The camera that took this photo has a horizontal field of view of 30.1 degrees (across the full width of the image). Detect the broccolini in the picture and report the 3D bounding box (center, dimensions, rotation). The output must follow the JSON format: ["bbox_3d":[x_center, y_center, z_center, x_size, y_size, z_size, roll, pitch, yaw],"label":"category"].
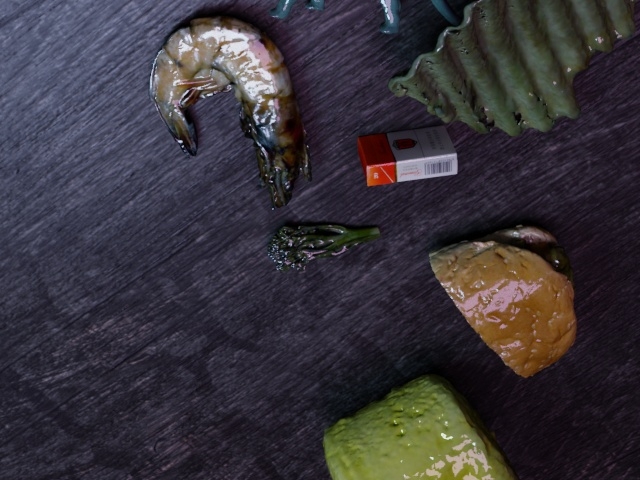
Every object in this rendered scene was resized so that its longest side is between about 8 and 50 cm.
[{"bbox_3d":[0.006,0.004,2.079,0.202,0.068,0.091,-12,106,-2],"label":"broccolini"}]

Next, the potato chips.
[{"bbox_3d":[0.311,-0.306,1.846,0.389,0.097,0.373,11,127,-45],"label":"potato chips"}]

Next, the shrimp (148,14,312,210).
[{"bbox_3d":[-0.145,-0.196,1.921,0.233,0.071,0.365,-9,127,8],"label":"shrimp"}]

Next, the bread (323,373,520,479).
[{"bbox_3d":[0.191,0.435,2.247,0.307,0.348,0.348,-37,122,8],"label":"bread"}]

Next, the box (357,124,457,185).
[{"bbox_3d":[0.144,-0.142,1.975,0.152,0.100,0.048,-10,123,-2],"label":"box"}]

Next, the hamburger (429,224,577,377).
[{"bbox_3d":[0.365,0.089,2.135,0.209,0.162,0.330,-39,117,19],"label":"hamburger"}]

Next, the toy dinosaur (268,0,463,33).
[{"bbox_3d":[0.067,-0.482,1.738,0.383,0.129,0.331,2,117,-13],"label":"toy dinosaur"}]
